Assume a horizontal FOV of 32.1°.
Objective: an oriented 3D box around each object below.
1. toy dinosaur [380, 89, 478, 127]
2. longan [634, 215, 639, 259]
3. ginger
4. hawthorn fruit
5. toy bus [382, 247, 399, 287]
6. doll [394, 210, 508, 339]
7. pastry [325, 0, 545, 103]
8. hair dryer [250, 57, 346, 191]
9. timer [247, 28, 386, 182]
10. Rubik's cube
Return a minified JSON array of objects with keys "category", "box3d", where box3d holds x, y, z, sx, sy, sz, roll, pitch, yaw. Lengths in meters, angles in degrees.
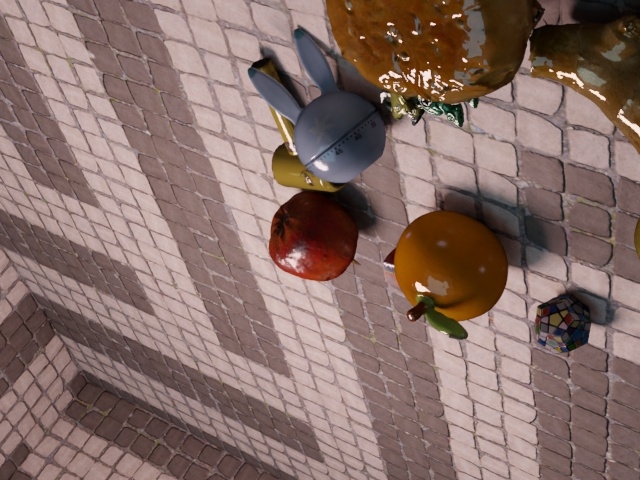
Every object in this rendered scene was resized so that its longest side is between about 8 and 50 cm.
[{"category":"toy dinosaur","box3d":[0.162,-0.274,1.699,0.153,0.094,0.259,19,140,23]},{"category":"longan","box3d":[0.525,-0.018,1.623,0.155,0.145,0.176,-57,46,45]},{"category":"ginger","box3d":[0.446,-0.176,1.433,0.375,0.166,0.236,31,168,-4]},{"category":"hawthorn fruit","box3d":[0.000,0.000,2.229,0.200,0.179,0.179,25,158,-25]},{"category":"toy bus","box3d":[0.214,0.072,2.193,0.192,0.065,0.077,15,139,35]},{"category":"doll","box3d":[0.218,0.066,1.988,0.213,0.236,0.213,25,145,19]},{"category":"pastry","box3d":[0.161,-0.328,1.496,0.315,0.184,0.284,9,128,44]},{"category":"hair dryer","box3d":[-0.049,-0.211,2.046,0.135,0.090,0.279,10,137,42]},{"category":"timer","box3d":[0.009,-0.218,1.922,0.255,0.175,0.175,59,158,18]},{"category":"Rubik's cube","box3d":[0.441,0.152,2.023,0.111,0.111,0.093,37,125,-1]}]
